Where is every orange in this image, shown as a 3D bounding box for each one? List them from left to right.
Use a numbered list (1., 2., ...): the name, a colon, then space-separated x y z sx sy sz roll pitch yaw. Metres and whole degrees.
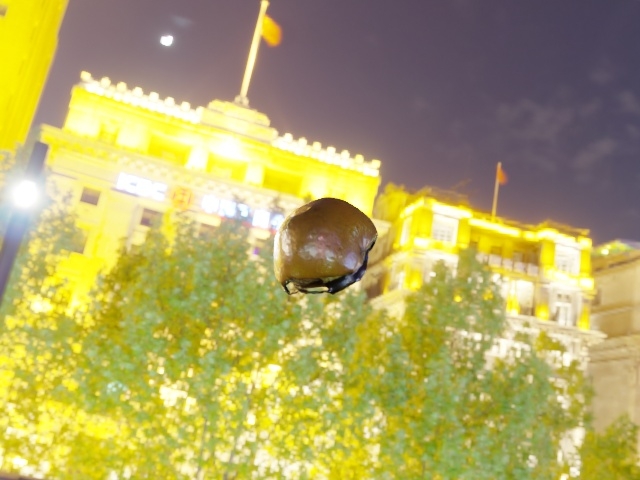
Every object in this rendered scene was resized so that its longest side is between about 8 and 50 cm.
1. orange: 0.000 0.000 1.036 0.170 0.160 0.112 46 -15 50
